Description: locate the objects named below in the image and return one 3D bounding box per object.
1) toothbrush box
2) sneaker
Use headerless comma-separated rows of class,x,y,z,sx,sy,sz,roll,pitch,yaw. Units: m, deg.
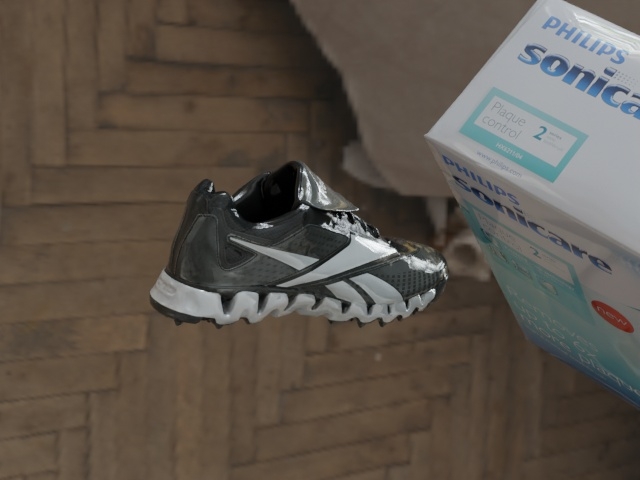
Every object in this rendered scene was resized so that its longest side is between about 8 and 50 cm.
toothbrush box,0.218,0.009,0.964,0.126,0.216,0.295,-50,148,-12
sneaker,0.000,0.000,1.028,0.234,0.078,0.106,0,109,-35
